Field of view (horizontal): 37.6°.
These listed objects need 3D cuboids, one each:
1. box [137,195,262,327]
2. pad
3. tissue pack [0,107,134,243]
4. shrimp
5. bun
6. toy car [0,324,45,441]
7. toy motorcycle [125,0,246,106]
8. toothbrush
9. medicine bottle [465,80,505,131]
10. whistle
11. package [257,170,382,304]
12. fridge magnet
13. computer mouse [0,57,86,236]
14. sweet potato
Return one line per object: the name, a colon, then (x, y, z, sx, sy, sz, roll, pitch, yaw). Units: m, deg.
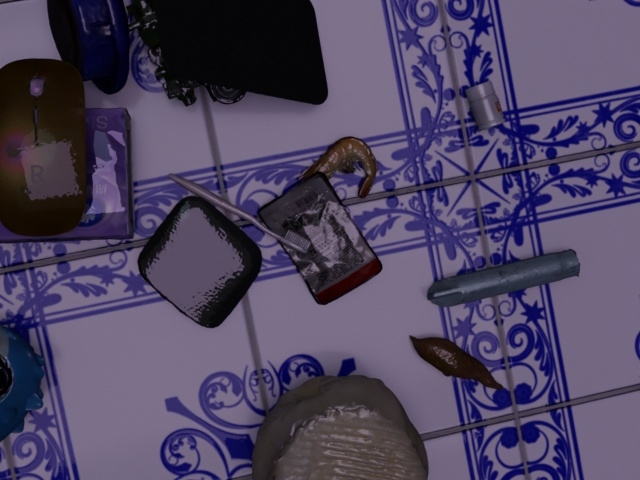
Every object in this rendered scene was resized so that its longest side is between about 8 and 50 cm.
box: (-0.231, 0.042, 1.819, 0.212, 0.042, 0.201, 38, 87, -9)
pad: (-0.150, -0.340, 1.716, 0.375, 0.063, 0.315, 5, 69, -40)
tissue pack: (-0.514, -0.116, 1.712, 0.338, 0.160, 0.242, -3, 88, -8)
shrimp: (0.035, -0.119, 1.857, 0.178, 0.034, 0.124, -44, 104, -6)
bun: (0.031, 0.417, 1.792, 0.360, 0.211, 0.359, -2, 104, -9)
toy car: (-0.604, 0.280, 1.710, 0.190, 0.188, 0.255, 33, 91, -35)
toy motorcycle: (-0.237, -0.374, 1.760, 0.205, 0.127, 0.275, -26, 99, -3)
toothbrush: (-0.156, -0.058, 1.816, 0.307, 0.025, 0.029, 28, 96, 0)
medicine bottle: (0.328, -0.268, 1.876, 0.057, 0.057, 0.089, -21, 95, -7)
whistle: (0.368, 0.078, 1.894, 0.312, 0.062, 0.062, -13, 94, -8)
package: (0.000, 0.000, 1.841, 0.154, 0.030, 0.239, -31, 99, 7)
fridge magnet: (-0.409, -0.388, 1.668, 0.113, 0.265, 0.265, -18, 95, -25)
computer mouse: (-0.479, -0.162, 1.605, 0.158, 0.072, 0.310, -1, 85, -9)
sweet potato: (0.279, 0.249, 1.888, 0.226, 0.068, 0.068, 29, 88, -9)
